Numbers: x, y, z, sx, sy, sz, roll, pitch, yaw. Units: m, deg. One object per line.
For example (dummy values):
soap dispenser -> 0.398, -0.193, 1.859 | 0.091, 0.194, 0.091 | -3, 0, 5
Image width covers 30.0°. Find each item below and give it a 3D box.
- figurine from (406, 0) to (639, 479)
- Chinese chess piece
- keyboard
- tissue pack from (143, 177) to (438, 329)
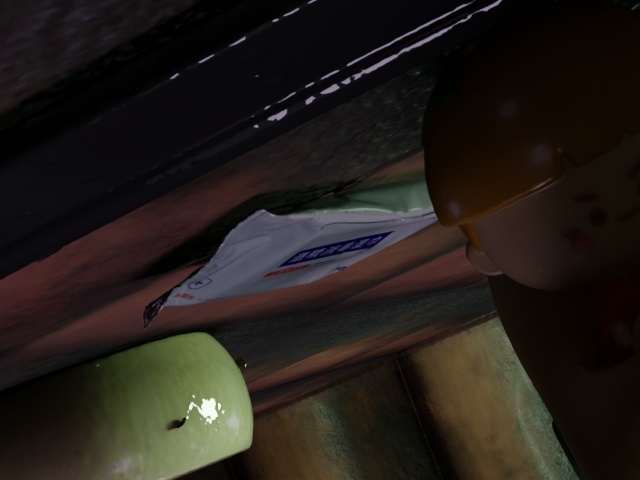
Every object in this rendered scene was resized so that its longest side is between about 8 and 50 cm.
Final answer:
figurine -> 0.120, 0.010, 0.445 | 0.124, 0.222, 0.324 | -29, -176, 8
Chinese chess piece -> -0.184, 0.164, 0.955 | 0.273, 0.102, 0.273 | -22, 171, -4
keyboard -> -0.008, -0.053, 0.352 | 0.309, 0.018, 0.101 | -25, 169, 19
tissue pack -> 0.000, 0.000, 0.662 | 0.193, 0.026, 0.122 | -13, 167, -47
